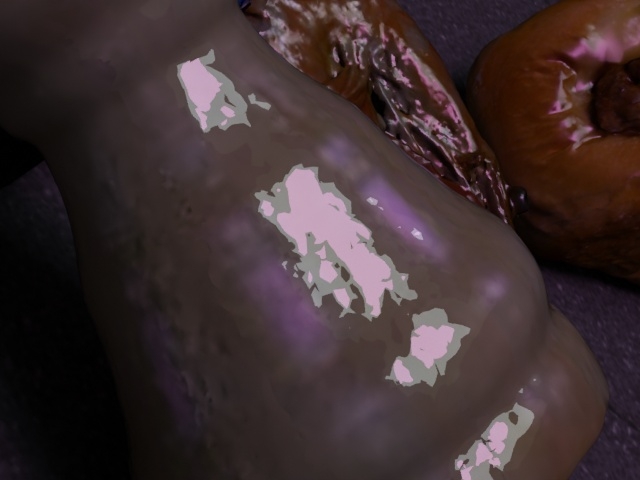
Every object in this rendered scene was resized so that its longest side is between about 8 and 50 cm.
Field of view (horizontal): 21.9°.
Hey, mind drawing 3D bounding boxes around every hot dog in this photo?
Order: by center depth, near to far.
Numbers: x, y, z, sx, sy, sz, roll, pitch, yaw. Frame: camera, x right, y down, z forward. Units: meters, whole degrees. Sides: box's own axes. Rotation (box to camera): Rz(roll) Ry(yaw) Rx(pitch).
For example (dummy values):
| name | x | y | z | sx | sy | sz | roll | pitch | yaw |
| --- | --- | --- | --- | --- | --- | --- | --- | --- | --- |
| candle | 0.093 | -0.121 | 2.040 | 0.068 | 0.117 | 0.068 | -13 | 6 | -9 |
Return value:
| name | x | y | z | sx | sy | sz | roll | pitch | yaw |
| --- | --- | --- | --- | --- | --- | --- | --- | --- | --- |
| hot dog | 0.314 | -0.078 | 1.281 | 0.405 | 0.223 | 0.185 | 15 | 48 | -42 |

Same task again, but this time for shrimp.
| name | x | y | z | sx | sy | sz | roll | pitch | yaw |
| --- | --- | --- | --- | --- | --- | --- | --- | --- | --- |
| shrimp | 0.049 | -0.079 | 1.126 | 0.294 | 0.062 | 0.154 | 48 | 48 | -4 |

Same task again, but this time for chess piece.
| name | x | y | z | sx | sy | sz | roll | pitch | yaw |
| --- | --- | --- | --- | --- | --- | --- | --- | --- | --- |
| chess piece | -0.067 | -0.048 | 0.762 | 0.442 | 0.234 | 0.234 | 57 | 34 | -14 |

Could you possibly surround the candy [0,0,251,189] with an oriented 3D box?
| name | x | y | z | sx | sy | sz | roll | pitch | yaw |
| --- | --- | --- | --- | --- | --- | --- | --- | --- | --- |
| candy | -0.138 | -0.112 | 0.933 | 0.088 | 0.061 | 0.312 | 54 | 36 | -7 |
